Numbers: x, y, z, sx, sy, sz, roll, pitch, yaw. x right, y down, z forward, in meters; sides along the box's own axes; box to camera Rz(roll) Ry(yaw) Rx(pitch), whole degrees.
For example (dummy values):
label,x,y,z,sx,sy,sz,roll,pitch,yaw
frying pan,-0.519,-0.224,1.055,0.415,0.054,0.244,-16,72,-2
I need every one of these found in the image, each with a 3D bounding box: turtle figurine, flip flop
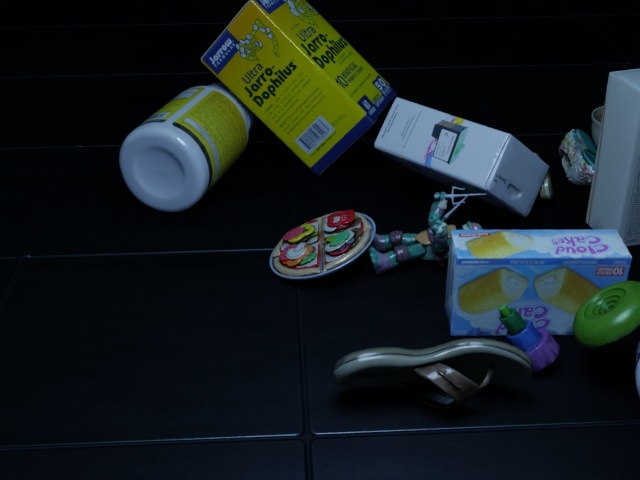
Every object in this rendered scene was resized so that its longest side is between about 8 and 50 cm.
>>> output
label,x,y,z,sx,sy,sz,roll,pitch,yaw
turtle figurine,0.199,-0.012,1.540,0.234,0.118,0.175,-17,12,5
flip flop,0.157,0.194,1.210,0.277,0.112,0.080,-1,56,-6

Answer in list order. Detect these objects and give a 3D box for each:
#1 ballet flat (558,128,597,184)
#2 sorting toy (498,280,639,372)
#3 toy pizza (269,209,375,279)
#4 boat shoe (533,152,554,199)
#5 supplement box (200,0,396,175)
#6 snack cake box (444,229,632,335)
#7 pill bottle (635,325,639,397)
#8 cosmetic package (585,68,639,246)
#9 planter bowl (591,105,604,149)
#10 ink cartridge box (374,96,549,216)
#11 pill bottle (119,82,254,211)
label,x,y,z,sx,sy,sz,roll,pitch,yaw
ballet flat,0.554,-0.160,1.838,0.091,0.077,0.241,35,26,-9
sorting toy,0.404,0.054,1.219,0.366,0.126,0.127,-34,13,27
toy pizza,0.000,0.000,1.542,0.201,0.032,0.201,-17,29,10
boat shoe,0.433,-0.126,1.799,0.072,0.068,0.190,-11,19,6
supplement box,-0.042,-0.354,1.877,0.356,0.195,0.194,44,35,-7
snack cake box,0.335,0.067,1.366,0.265,0.152,0.089,-1,30,0
pill bottle,0.520,0.159,1.186,0.169,0.169,0.301,9,31,15
cosmetic package,0.599,-0.152,1.583,0.160,0.309,0.113,-8,30,-13
planter bowl,0.669,-0.219,1.899,0.162,0.109,0.162,0,29,0
ink cartridge box,0.280,-0.165,1.714,0.278,0.117,0.201,27,3,39
pill bottle,-0.263,-0.210,1.816,0.188,0.187,0.334,9,31,15
